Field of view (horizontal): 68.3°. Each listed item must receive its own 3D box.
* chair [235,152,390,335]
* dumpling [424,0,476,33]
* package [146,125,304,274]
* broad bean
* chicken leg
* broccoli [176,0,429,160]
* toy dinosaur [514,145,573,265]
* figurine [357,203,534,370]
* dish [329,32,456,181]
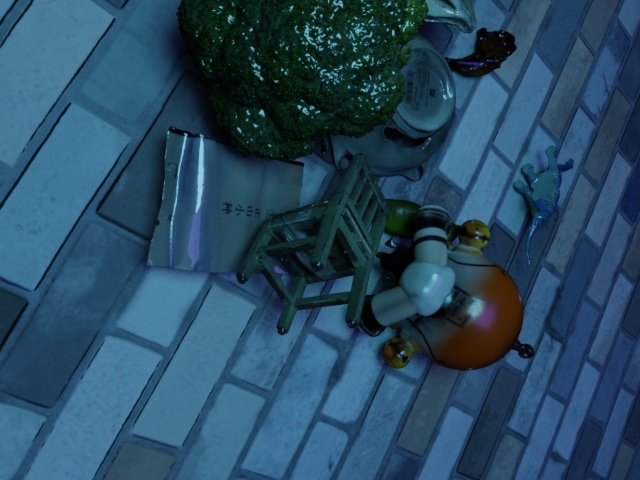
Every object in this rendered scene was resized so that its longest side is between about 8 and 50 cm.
[{"bbox_3d":[0.000,0.000,0.745,0.136,0.147,0.270,58,34,-32],"label":"chair"},{"bbox_3d":[0.091,-0.461,0.771,0.181,0.342,0.259,83,16,-51],"label":"dumpling"},{"bbox_3d":[-0.138,-0.051,0.737,0.251,0.062,0.203,8,89,-42],"label":"package"},{"bbox_3d":[0.136,-0.032,0.887,0.319,0.056,0.097,0,104,-23],"label":"broad bean"},{"bbox_3d":[0.330,-0.381,0.969,0.205,0.053,0.093,-40,88,-28],"label":"chicken leg"},{"bbox_3d":[-0.021,-0.262,0.653,0.322,0.283,0.303,6,109,4],"label":"broccoli"},{"bbox_3d":[0.500,-0.114,1.068,0.144,0.076,0.329,48,61,-30],"label":"toy dinosaur"},{"bbox_3d":[0.243,0.118,0.865,0.323,0.196,0.319,30,93,-31],"label":"figurine"},{"bbox_3d":[0.146,-0.251,0.837,0.304,0.120,0.302,-1,93,-29],"label":"dish"}]
